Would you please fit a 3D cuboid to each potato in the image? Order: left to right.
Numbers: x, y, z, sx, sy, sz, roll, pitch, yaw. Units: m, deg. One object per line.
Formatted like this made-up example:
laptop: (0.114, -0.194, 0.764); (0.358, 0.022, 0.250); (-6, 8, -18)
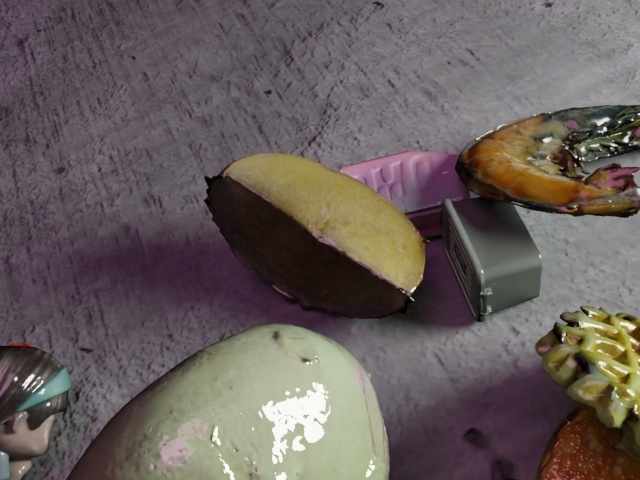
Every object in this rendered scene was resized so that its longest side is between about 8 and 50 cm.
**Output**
potato: (0.000, 0.000, 0.862); (0.243, 0.138, 0.098); (34, 55, 11)

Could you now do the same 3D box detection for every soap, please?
soap: (0.089, -0.048, 0.912); (0.149, 0.056, 0.100); (-12, 47, 11)

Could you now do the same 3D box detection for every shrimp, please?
shrimp: (0.287, -0.085, 0.817); (0.290, 0.054, 0.222); (-14, 25, -8)

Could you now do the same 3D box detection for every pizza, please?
pizza: (0.241, 0.192, 0.684); (0.108, 0.026, 0.123); (33, 66, 28)

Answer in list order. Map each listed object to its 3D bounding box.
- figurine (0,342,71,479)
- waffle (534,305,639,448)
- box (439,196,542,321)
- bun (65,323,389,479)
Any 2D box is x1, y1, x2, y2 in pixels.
figurine: (-0.347, 0.214, 0.832); (0.137, 0.110, 0.246); (2, 58, 43)
waffle: (0.276, 0.118, 0.638); (0.214, 0.054, 0.208); (4, 29, -37)
box: (0.170, 0.012, 0.820); (0.069, 0.084, 0.122); (-14, 49, -4)
bun: (-0.045, 0.217, 0.604); (0.293, 0.293, 0.187); (-38, 56, -11)
